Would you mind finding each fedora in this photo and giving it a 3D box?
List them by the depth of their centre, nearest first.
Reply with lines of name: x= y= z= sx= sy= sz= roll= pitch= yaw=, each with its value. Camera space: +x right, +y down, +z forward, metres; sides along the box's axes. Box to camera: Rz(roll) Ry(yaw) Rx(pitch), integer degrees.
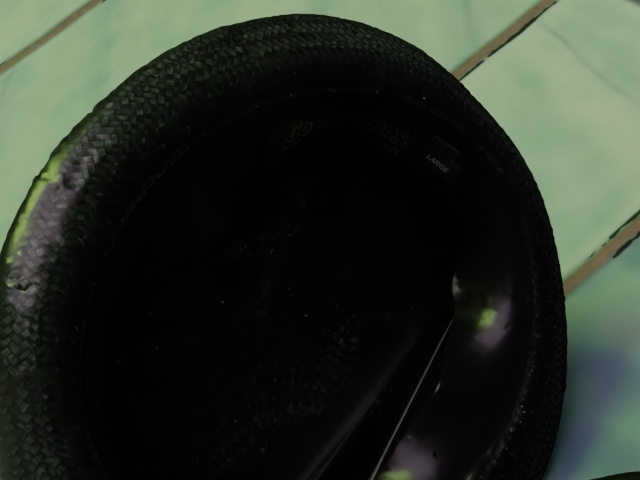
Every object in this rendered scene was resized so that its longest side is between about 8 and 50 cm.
fedora: x=-0.036 y=0.053 z=0.889 sx=0.334 sy=0.334 sz=0.152 roll=-50 pitch=20 yaw=-28

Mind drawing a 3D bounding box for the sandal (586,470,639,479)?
sandal: x=0.092 y=0.181 z=0.792 sx=0.302 sy=0.086 sz=0.120 roll=-26 pitch=6 yaw=-15
